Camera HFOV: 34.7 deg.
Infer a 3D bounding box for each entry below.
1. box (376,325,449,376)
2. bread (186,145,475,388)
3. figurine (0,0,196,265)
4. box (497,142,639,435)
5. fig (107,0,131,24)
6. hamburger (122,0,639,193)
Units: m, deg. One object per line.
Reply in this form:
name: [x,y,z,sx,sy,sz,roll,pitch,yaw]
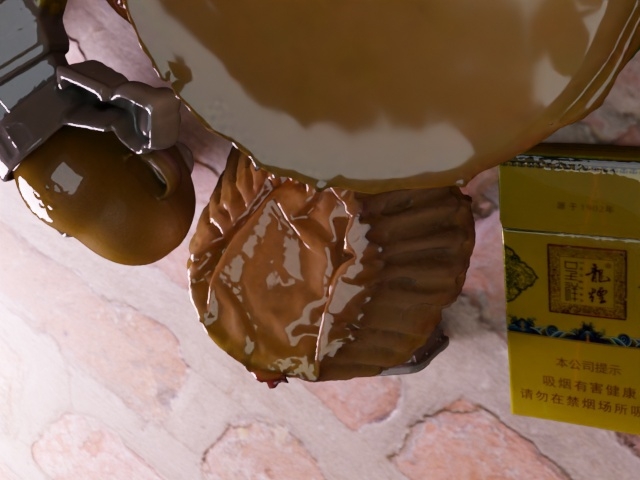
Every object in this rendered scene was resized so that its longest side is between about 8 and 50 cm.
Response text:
box: [0.056,0.093,1.019,0.122,0.089,0.062,-9,101,30]
bread: [0.000,0.000,0.927,0.274,0.149,0.274,2,95,24]
figurine: [-0.238,-0.099,1.012,0.285,0.167,0.342,52,170,-4]
box: [0.244,0.047,0.925,0.153,0.041,0.279,6,119,26]
fig: [-0.131,-0.237,0.942,0.119,0.153,0.119,-10,69,28]
hamburger: [0.059,-0.239,0.714,0.395,0.277,0.396,10,119,19]
